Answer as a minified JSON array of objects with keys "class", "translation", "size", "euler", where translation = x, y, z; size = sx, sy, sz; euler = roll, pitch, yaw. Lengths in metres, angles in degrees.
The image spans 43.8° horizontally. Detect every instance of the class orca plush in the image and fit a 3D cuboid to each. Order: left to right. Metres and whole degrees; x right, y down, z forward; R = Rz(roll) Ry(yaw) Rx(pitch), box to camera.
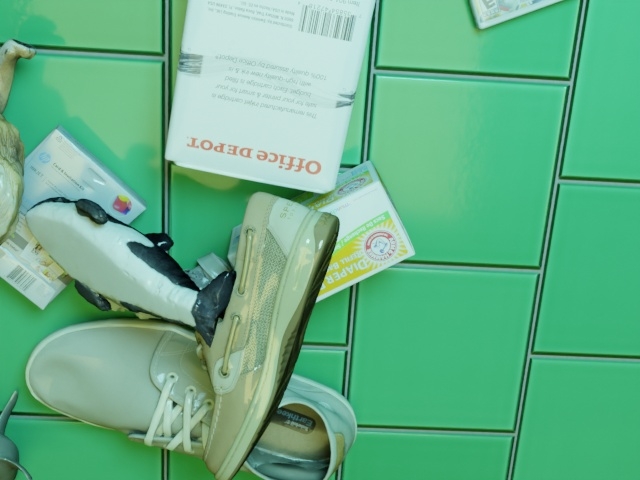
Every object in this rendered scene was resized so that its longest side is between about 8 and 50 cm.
[{"class":"orca plush","translation":[-0.201,0.007,0.906],"size":[0.287,0.102,0.151],"euler":[12,125,34]}]

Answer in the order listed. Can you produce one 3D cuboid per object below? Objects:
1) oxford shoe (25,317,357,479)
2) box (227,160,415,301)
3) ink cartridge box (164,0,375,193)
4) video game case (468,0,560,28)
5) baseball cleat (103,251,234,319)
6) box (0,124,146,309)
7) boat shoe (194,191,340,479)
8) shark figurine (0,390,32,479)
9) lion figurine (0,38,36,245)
[{"class":"oxford shoe","translation":[-0.164,0.216,1.042],"size":[0.449,0.130,0.169],"euler":[17,108,-6]},{"class":"box","translation":[0.000,0.000,0.983],"size":[0.203,0.114,0.103],"euler":[-26,108,5]},{"class":"ink cartridge box","translation":[-0.055,-0.211,0.911],"size":[0.198,0.115,0.273],"euler":[11,107,-5]},{"class":"video game case","translation":[0.261,-0.380,0.914],"size":[0.227,0.026,0.206],"euler":[-19,108,4]},{"class":"baseball cleat","translation":[-0.183,0.059,1.029],"size":[0.206,0.072,0.109],"euler":[15,93,-12]},{"class":"box","translation":[-0.333,-0.027,0.983],"size":[0.186,0.038,0.145],"euler":[-44,111,6]},{"class":"boat shoe","translation":[-0.081,0.112,0.905],"size":[0.110,0.121,0.341],"euler":[21,102,7]},{"class":"shark figurine","translation":[-0.428,0.287,0.999],"size":[0.116,0.278,0.166],"euler":[28,87,14]},{"class":"lion figurine","translation":[-0.477,-0.159,0.891],"size":[0.392,0.142,0.240],"euler":[32,104,11]}]
